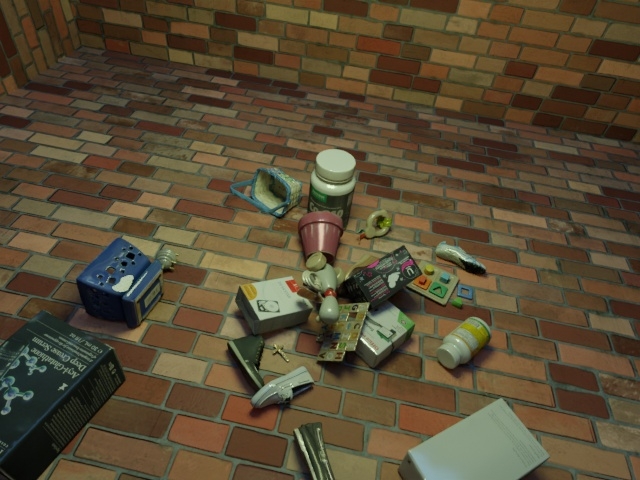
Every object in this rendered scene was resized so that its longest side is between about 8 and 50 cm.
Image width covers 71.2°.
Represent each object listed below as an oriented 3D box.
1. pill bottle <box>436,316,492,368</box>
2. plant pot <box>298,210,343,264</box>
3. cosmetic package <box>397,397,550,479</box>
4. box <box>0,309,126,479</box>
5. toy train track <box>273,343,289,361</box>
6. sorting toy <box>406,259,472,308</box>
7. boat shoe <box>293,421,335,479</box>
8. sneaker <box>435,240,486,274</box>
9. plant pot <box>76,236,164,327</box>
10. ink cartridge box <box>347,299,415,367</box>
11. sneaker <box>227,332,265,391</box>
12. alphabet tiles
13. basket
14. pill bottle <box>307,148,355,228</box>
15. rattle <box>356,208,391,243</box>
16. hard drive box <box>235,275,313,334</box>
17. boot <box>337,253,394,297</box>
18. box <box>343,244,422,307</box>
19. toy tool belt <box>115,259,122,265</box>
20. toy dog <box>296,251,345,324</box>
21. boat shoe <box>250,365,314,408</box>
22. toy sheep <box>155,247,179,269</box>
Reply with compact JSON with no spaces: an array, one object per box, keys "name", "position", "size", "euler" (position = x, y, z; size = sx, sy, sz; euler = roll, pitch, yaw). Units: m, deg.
[{"name":"pill bottle","position":[0.530,0.383,1.662],"size":[0.209,0.117,0.118],"euler":[-28,55,-31]},{"name":"plant pot","position":[0.000,0.000,1.940],"size":[0.202,0.201,0.180],"euler":[4,60,-4]},{"name":"cosmetic package","position":[0.455,0.668,1.341],"size":[0.386,0.156,0.217],"euler":[-17,49,-21]},{"name":"box","position":[-0.853,0.458,1.336],"size":[0.294,0.211,0.395],"euler":[22,47,14]},{"name":"toy train track","position":[-0.143,0.408,1.622],"size":[0.048,0.014,0.083],"euler":[-25,58,-38]},{"name":"sorting toy","position":[0.485,0.169,1.922],"size":[0.348,0.047,0.196],"euler":[26,48,19]},{"name":"boat shoe","position":[0.019,0.682,1.298],"size":[0.096,0.112,0.335],"euler":[-17,46,-16]},{"name":"sneaker","position":[0.637,0.074,2.008],"size":[0.237,0.085,0.086],"euler":[29,64,21]},{"name":"plant pot","position":[-0.713,0.167,1.642],"size":[0.212,0.235,0.235],"euler":[23,47,5]},{"name":"ink cartridge box","position":[0.220,0.344,1.677],"size":[0.220,0.092,0.160],"euler":[-30,55,-33]},{"name":"sneaker","position":[-0.226,0.412,1.557],"size":[0.118,0.083,0.222],"euler":[-22,51,-27]},{"name":"alphabet tiles","position":[0.068,0.332,1.632],"size":[0.198,0.009,0.237],"euler":[-12,43,41]},{"name":"basket","position":[-0.248,-0.229,2.115],"size":[0.255,0.200,0.289],"euler":[32,40,22]},{"name":"pill bottle","position":[0.049,-0.218,2.030],"size":[0.205,0.360,0.204],"euler":[4,45,-3]},{"name":"rattle","position":[0.226,-0.074,2.120],"size":[0.200,0.130,0.143],"euler":[-39,45,-6]},{"name":"hard drive box","position":[-0.177,0.241,1.693],"size":[0.232,0.089,0.181],"euler":[-8,45,-37]},{"name":"boot","position":[0.213,0.176,1.850],"size":[0.207,0.090,0.248],"euler":[34,57,17]},{"name":"box","position":[0.241,0.150,1.748],"size":[0.248,0.163,0.142],"euler":[-29,84,-17]},{"name":"toy tool belt","position":[-0.842,0.067,1.844],"size":[0.052,0.051,0.083],"euler":[-19,50,-25]},{"name":"toy dog","position":[-0.011,0.193,1.686],"size":[0.220,0.161,0.333],"euler":[50,22,-6]},{"name":"boat shoe","position":[-0.120,0.498,1.483],"size":[0.226,0.083,0.076],"euler":[-26,53,-30]},{"name":"toy sheep","position":[-0.634,0.079,1.838],"size":[0.091,0.091,0.132],"euler":[0,27,-8]}]
